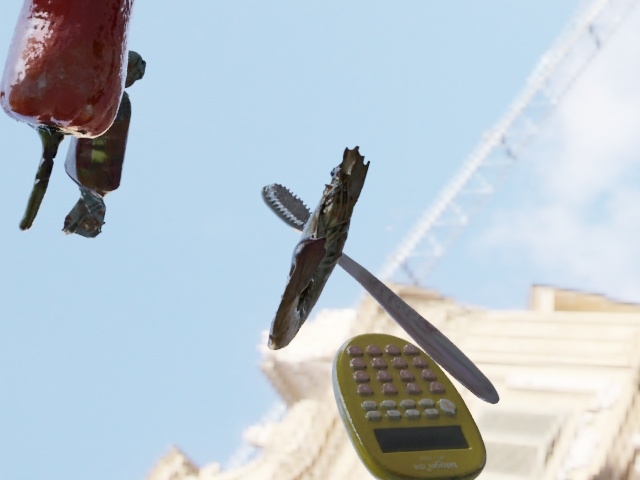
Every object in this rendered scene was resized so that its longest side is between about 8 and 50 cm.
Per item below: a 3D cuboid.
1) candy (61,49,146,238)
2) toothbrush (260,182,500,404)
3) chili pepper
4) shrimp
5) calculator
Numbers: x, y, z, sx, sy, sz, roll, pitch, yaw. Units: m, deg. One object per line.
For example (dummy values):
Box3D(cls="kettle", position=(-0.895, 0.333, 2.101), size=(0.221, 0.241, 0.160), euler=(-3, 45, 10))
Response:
Box3D(cls="candy", position=(-0.190, -0.077, 1.488), size=(0.053, 0.046, 0.182), euler=(6, -65, -22))
Box3D(cls="toothbrush", position=(0.061, 0.052, 1.620), size=(0.307, 0.029, 0.025), euler=(43, -112, -11))
Box3D(cls="chili pepper", position=(-0.123, -0.135, 0.887), size=(0.063, 0.071, 0.272), euler=(5, -79, -35))
Box3D(cls="shrimp", position=(0.000, 0.000, 0.840), size=(0.023, 0.083, 0.114), euler=(23, -102, 4))
Box3D(cls="calculator", position=(0.090, 0.186, 1.750), size=(0.146, 0.032, 0.235), euler=(1, -133, -28))
